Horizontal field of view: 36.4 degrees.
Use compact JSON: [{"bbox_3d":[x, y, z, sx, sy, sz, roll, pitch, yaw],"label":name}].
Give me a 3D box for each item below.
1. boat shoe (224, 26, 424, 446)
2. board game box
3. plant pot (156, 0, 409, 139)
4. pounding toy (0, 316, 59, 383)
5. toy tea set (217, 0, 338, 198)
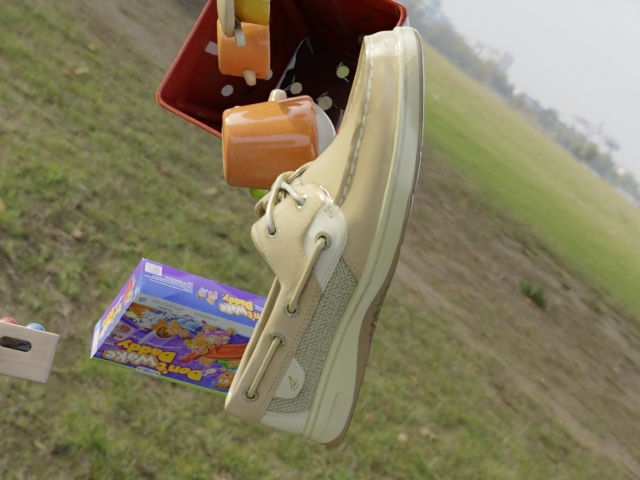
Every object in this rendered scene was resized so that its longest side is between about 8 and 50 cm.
[{"bbox_3d":[0.000,0.000,0.661,0.098,0.302,0.109,13,22,-2],"label":"boat shoe"},{"bbox_3d":[-0.216,0.177,1.797,0.347,0.233,0.078,20,45,-24],"label":"board game box"},{"bbox_3d":[-0.023,-0.229,1.403,0.267,0.267,0.236,30,1,19],"label":"plant pot"},{"bbox_3d":[-0.520,0.166,1.570,0.181,0.094,0.206,16,-13,-13],"label":"pounding toy"},{"bbox_3d":[-0.039,-0.195,0.970,0.124,0.335,0.200,-3,15,-6],"label":"toy tea set"}]
